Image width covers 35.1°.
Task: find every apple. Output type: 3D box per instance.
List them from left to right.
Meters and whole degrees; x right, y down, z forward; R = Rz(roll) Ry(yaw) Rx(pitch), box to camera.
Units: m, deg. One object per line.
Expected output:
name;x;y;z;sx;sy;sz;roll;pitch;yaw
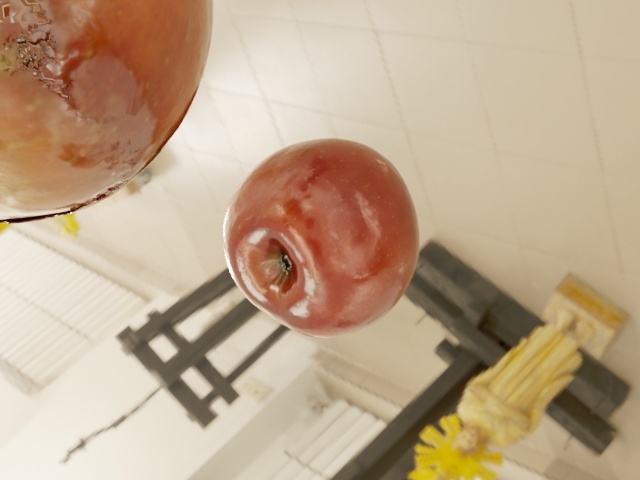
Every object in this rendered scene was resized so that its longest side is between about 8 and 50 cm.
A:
apple;-0.187;-0.129;0.492;0.271;0.206;0.251;6;151;17
apple;0.000;0.000;1.322;0.260;0.216;0.260;15;118;29
